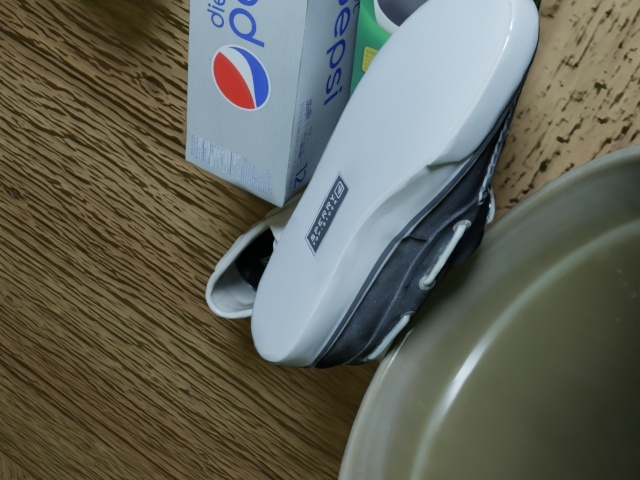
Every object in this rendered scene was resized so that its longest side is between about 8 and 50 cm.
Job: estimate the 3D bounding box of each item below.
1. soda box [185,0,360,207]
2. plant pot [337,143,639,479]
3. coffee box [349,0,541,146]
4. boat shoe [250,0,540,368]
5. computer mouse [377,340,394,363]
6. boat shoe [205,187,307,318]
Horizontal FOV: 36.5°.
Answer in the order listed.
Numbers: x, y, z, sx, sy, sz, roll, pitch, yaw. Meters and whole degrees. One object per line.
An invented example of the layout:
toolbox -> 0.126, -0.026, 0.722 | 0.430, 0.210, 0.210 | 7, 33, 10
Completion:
soda box -> -0.024, -0.169, 0.640 | 0.091, 0.098, 0.286 | 26, 135, 18
plant pot -> 0.214, 0.148, 0.585 | 0.280, 0.323, 0.323 | 38, 140, -19
coffee box -> 0.081, -0.145, 0.619 | 0.113, 0.040, 0.184 | 23, 134, 21
boat shoe -> 0.062, -0.026, 0.626 | 0.301, 0.102, 0.108 | -60, 35, 28
computer mouse -> 0.110, 0.091, 0.778 | 0.193, 0.042, 0.106 | -9, 117, 42
boat shoe -> 0.000, 0.000, 0.759 | 0.267, 0.088, 0.096 | -21, 107, 45
